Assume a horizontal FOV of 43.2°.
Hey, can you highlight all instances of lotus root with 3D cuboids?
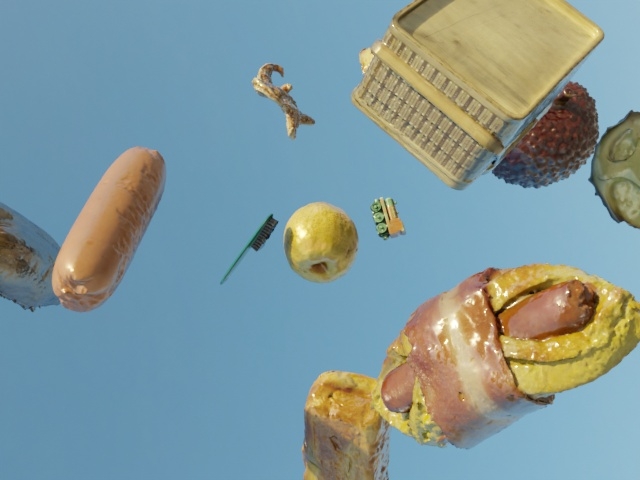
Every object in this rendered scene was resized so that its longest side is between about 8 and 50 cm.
[{"bbox_3d":[-0.487,0.026,1.362,0.329,0.078,0.167,57,-160,-71],"label":"lotus root"}]

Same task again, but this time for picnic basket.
[{"bbox_3d":[0.216,-0.239,1.151,0.228,0.175,0.313,41,-128,9],"label":"picnic basket"}]

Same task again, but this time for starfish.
[{"bbox_3d":[-0.069,-0.230,1.363,0.150,0.053,0.209,29,-154,-37],"label":"starfish"}]

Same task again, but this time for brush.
[{"bbox_3d":[-0.148,0.025,1.701,0.032,0.193,0.043,37,-166,5],"label":"brush"}]

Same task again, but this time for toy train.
[{"bbox_3d":[0.152,-0.052,1.841,0.044,0.064,0.103,58,-164,-65],"label":"toy train"}]

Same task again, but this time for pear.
[{"bbox_3d":[0.000,0.000,1.753,0.178,0.178,0.178,14,-110,-43],"label":"pear"}]

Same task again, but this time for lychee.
[{"bbox_3d":[0.485,-0.249,1.801,0.264,0.300,0.264,7,-120,-12],"label":"lychee"}]

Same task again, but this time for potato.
[{"bbox_3d":[0.574,-0.099,1.225,0.242,0.285,0.242,4,-95,-55],"label":"potato"}]

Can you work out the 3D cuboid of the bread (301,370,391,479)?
[{"bbox_3d":[0.053,0.443,1.704,0.149,0.195,0.344,-51,-30,-57],"label":"bread"}]

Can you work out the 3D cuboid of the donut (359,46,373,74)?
[{"bbox_3d":[0.163,-0.368,1.713,0.141,0.085,0.217,57,-151,1],"label":"donut"}]

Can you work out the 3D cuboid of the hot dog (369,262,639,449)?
[{"bbox_3d":[0.119,0.089,0.633,0.093,0.261,0.123,18,-135,-37],"label":"hot dog"}]

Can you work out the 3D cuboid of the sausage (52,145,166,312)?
[{"bbox_3d":[-0.264,-0.022,1.032,0.086,0.086,0.289,47,-150,-27],"label":"sausage"}]
